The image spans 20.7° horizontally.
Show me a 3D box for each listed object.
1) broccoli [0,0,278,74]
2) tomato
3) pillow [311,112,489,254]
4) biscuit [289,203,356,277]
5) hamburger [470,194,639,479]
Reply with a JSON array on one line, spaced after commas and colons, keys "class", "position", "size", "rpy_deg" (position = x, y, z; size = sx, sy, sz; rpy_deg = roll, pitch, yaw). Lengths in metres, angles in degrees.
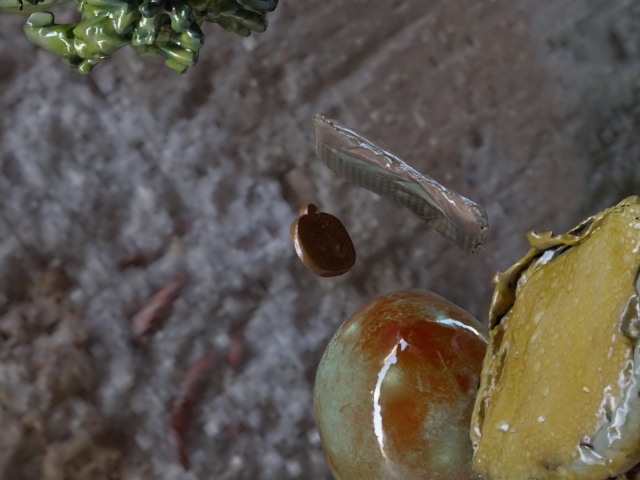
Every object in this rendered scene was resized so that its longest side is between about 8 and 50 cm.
[{"class": "broccoli", "position": [-0.177, -0.291, 1.451], "size": [0.334, 0.324, 0.272], "rpy_deg": [-1, -60, -59]}, {"class": "tomato", "position": [0.106, 0.192, 1.891], "size": [0.223, 0.270, 0.270], "rpy_deg": [-38, 19, -10]}, {"class": "pillow", "position": [0.080, -0.055, 1.761], "size": [0.034, 0.211, 0.135], "rpy_deg": [-55, -12, -16]}, {"class": "biscuit", "position": [0.000, 0.000, 1.729], "size": [0.015, 0.078, 0.091], "rpy_deg": [-33, -16, 31]}, {"class": "hamburger", "position": [0.255, 0.113, 1.539], "size": [0.318, 0.158, 0.318], "rpy_deg": [-46, 34, 44]}]
